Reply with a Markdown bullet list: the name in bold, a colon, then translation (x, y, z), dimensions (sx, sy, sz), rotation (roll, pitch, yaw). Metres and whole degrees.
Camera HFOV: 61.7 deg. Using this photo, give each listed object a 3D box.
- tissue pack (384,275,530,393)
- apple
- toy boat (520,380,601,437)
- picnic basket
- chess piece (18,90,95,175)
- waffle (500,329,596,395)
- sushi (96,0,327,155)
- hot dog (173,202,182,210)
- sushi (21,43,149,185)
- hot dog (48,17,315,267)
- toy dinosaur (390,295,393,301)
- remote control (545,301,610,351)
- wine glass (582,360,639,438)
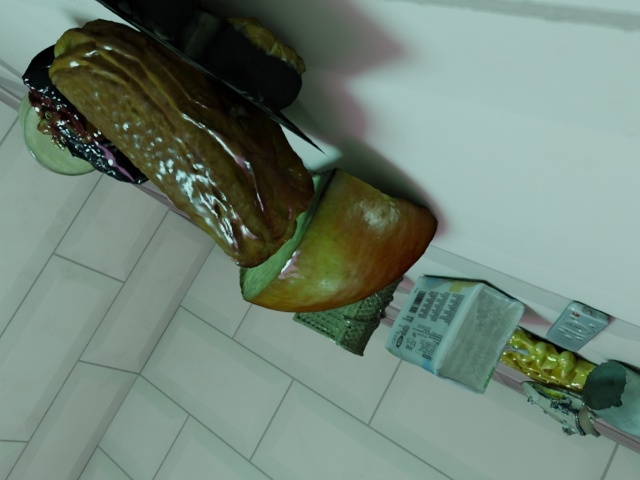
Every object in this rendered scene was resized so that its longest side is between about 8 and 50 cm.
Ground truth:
- **tissue pack**: translation (0.233, 0.161, 0.903), dimensions (0.145, 0.159, 0.229), rotation (30, 172, -10)
- **apple**: translation (0.009, 0.002, 0.694), dimensions (0.179, 0.254, 0.346), rotation (62, 164, -6)
- **toy boat**: translation (0.454, 0.315, 1.047), dimensions (0.084, 0.066, 0.210), rotation (63, 170, -10)
- **picnic basket**: translation (0.068, 0.127, 1.133), dimensions (0.154, 0.196, 0.134), rotation (24, 170, 25)
- **chess piece**: translation (-0.518, -0.241, 1.057), dimensions (0.167, 0.167, 0.300), rotation (36, 176, -41)
- **waffle**: translation (0.458, 0.257, 1.074), dimensions (0.309, 0.065, 0.283), rotation (29, 172, 5)
- **sushi**: translation (-0.120, -0.181, 0.388), dimensions (0.290, 0.050, 0.264), rotation (30, -169, -21)
- **hot dog**: translation (-0.156, -0.089, 0.838), dimensions (0.100, 0.135, 0.337), rotation (-4, -171, -28)
- **sushi**: translation (-0.273, -0.170, 0.662), dimensions (0.172, 0.153, 0.150), rotation (50, 169, 41)
- **hot dog**: translation (-0.121, -0.103, 0.503), dimensions (0.272, 0.122, 0.196), rotation (46, -171, 5)
- **toy dinosaur**: translation (0.107, 0.086, 1.387), dimensions (0.187, 0.087, 0.179), rotation (13, 134, 4)
- **remote control**: translation (0.346, 0.116, 0.727), dimensions (0.050, 0.027, 0.184), rotation (24, 166, 21)
- **wine glass**: translation (0.526, 0.364, 0.897), dimensions (0.309, 0.264, 0.096), rotation (30, -152, -9)
